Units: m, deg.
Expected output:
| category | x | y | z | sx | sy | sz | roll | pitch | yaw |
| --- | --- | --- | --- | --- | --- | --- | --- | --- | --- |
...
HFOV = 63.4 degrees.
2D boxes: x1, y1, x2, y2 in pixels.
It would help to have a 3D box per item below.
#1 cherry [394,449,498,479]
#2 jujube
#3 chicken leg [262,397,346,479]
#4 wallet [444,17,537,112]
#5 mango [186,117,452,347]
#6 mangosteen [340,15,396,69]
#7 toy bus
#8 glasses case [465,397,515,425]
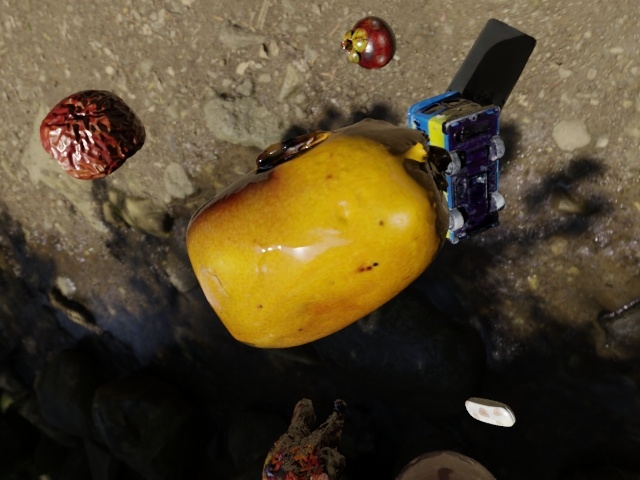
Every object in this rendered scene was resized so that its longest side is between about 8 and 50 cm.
| category | x | y | z | sx | sy | sz | roll | pitch | yaw |
| --- | --- | --- | --- | --- | --- | --- | --- | --- | --- |
| cherry | 0.223 | 0.474 | 0.881 | 0.206 | 0.239 | 0.239 | -32 | 96 | 5 |
| jujube | -0.584 | -0.271 | 1.335 | 0.213 | 0.232 | 0.213 | 46 | 166 | 15 |
| chicken leg | -0.025 | 0.320 | 0.778 | 0.083 | 0.177 | 0.322 | 31 | 158 | -4 |
| wallet | 0.433 | -0.436 | 1.306 | 0.146 | 0.285 | 0.030 | 29 | 163 | 9 |
| mango | 0.000 | 0.000 | 0.510 | 0.287 | 0.201 | 0.153 | -36 | 52 | 31 |
| mangosteen | 0.078 | -0.303 | 0.805 | 0.081 | 0.081 | 0.081 | 14 | 121 | 25 |
| toy bus | 0.296 | -0.159 | 1.133 | 0.175 | 0.138 | 0.288 | -129 | 22 | -55 |
| glasses case | 0.486 | 0.491 | 1.490 | 0.164 | 0.041 | 0.063 | -12 | 105 | 59 |
